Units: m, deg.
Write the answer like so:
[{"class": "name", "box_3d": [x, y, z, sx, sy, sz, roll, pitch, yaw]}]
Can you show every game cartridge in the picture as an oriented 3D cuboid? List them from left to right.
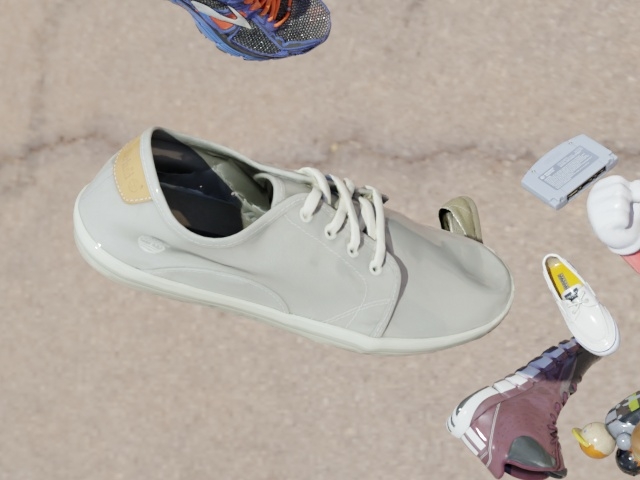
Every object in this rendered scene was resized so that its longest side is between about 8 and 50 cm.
[{"class": "game cartridge", "box_3d": [0.236, -0.067, 1.218, 0.083, 0.017, 0.056, -36, 51, -14]}]

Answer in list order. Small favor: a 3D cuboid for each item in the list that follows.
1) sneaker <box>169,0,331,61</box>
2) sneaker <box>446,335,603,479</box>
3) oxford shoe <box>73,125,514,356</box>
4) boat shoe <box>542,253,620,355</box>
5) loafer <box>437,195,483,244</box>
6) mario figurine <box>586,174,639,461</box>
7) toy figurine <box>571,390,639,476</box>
[{"class": "sneaker", "box_3d": [-0.070, -0.204, 1.015, 0.087, 0.221, 0.083, 0, 76, 47]}, {"class": "sneaker", "box_3d": [0.331, 0.257, 1.834, 0.162, 0.281, 0.106, 55, 158, 21]}, {"class": "oxford shoe", "box_3d": [0.000, 0.000, 1.180, 0.130, 0.449, 0.169, -58, 30, 37]}, {"class": "boat shoe", "box_3d": [0.210, 0.050, 1.038, 0.035, 0.035, 0.100, -33, 52, 14]}, {"class": "loafer", "box_3d": [0.172, 0.018, 1.551, 0.056, 0.050, 0.148, -31, 68, 49]}, {"class": "mario figurine", "box_3d": [0.329, 0.036, 1.035, 0.170, 0.198, 0.321, 17, 109, 56]}, {"class": "toy figurine", "box_3d": [0.445, 0.310, 1.657, 0.148, 0.213, 0.210, -39, 57, 20]}]
